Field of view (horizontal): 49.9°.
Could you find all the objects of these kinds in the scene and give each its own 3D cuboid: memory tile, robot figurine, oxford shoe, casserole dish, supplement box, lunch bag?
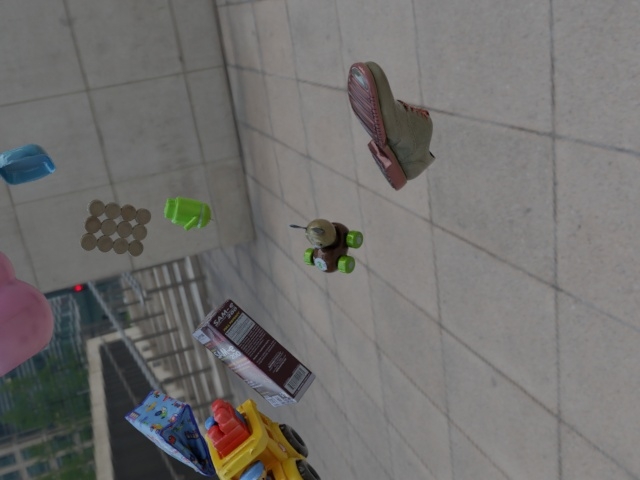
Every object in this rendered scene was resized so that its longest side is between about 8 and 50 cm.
[{"bbox_3d":[-0.445,-0.026,1.497,0.012,0.148,0.113,16,94,48],"label":"memory tile"},{"bbox_3d":[-0.313,-0.066,1.645,0.101,0.115,0.067,-122,47,-61],"label":"robot figurine"},{"bbox_3d":[0.147,-0.241,1.352,0.123,0.130,0.348,59,180,31],"label":"oxford shoe"},{"bbox_3d":[-0.655,-0.170,1.527,0.188,0.114,0.037,142,107,-74],"label":"casserole dish"},{"bbox_3d":[-0.138,0.234,1.405,0.239,0.073,0.130,43,150,-7],"label":"supplement box"},{"bbox_3d":[-0.465,0.656,2.246,0.221,0.138,0.293,5,130,47],"label":"lunch bag"}]

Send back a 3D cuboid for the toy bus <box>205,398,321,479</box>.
[{"bbox_3d":[-0.119,0.379,1.194,0.211,0.149,0.220,53,178,-28],"label":"toy bus"}]

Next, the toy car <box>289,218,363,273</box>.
[{"bbox_3d":[0.000,0.000,1.925,0.155,0.188,0.149,11,78,37],"label":"toy car"}]

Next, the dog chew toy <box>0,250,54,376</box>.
[{"bbox_3d":[-0.678,0.103,1.346,0.332,0.206,0.206,56,165,-5],"label":"dog chew toy"}]
